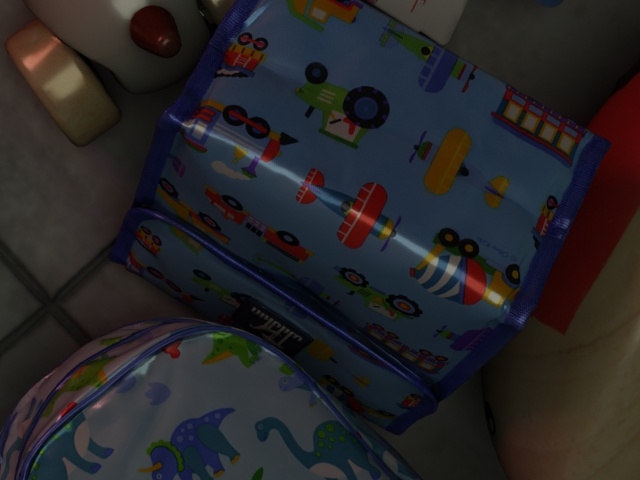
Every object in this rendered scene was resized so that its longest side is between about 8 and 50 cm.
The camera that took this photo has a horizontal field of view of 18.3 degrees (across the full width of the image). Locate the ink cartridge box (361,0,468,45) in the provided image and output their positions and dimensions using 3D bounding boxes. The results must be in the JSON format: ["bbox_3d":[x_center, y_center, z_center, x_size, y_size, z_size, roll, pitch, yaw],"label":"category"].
[{"bbox_3d":[0.036,-0.199,1.235,0.181,0.061,0.104,23,92,-57],"label":"ink cartridge box"}]

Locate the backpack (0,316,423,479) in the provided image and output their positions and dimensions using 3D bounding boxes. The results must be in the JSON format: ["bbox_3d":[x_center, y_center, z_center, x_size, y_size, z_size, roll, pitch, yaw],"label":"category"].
[{"bbox_3d":[-0.040,0.210,1.192,0.290,0.273,0.355,-36,65,-5],"label":"backpack"}]

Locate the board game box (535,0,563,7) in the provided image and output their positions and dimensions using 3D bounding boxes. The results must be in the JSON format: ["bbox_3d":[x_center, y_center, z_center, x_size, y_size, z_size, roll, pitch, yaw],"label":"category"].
[{"bbox_3d":[0.123,-0.230,1.263,0.033,0.133,0.168,-5,101,26],"label":"board game box"}]

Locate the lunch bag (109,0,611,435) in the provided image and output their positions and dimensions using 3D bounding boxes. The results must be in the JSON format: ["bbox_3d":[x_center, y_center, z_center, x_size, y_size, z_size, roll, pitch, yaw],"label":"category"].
[{"bbox_3d":[0.000,0.000,1.179,0.221,0.293,0.138,30,60,-2],"label":"lunch bag"}]

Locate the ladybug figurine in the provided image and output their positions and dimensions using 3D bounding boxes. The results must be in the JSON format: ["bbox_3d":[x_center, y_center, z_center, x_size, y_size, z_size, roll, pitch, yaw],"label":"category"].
[{"bbox_3d":[0.251,-0.010,1.246,0.449,0.162,0.305,-52,148,-7],"label":"ladybug figurine"}]

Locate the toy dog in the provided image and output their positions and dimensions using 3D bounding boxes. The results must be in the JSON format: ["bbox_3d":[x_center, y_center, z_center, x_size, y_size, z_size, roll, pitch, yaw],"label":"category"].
[{"bbox_3d":[-0.161,-0.203,1.167,0.334,0.161,0.220,36,88,-14],"label":"toy dog"}]
